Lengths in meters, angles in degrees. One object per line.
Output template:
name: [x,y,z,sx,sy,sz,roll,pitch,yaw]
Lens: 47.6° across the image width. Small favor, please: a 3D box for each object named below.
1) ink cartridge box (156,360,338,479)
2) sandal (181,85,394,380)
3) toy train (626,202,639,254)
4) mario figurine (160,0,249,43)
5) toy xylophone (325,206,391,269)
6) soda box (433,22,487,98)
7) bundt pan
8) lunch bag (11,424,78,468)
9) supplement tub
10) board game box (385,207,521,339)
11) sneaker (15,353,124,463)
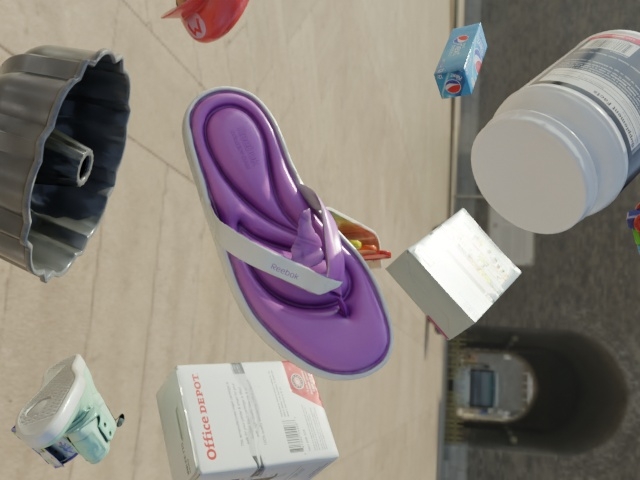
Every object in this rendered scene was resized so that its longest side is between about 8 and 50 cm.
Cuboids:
ink cartridge box: [-0.132,0.324,1.275,0.114,0.273,0.196,-51,-133,39]
sandal: [-0.052,-0.015,0.879,0.416,0.169,0.102,57,-19,9]
toy train: [0.719,-0.016,1.359,0.105,0.248,0.143,-38,113,-59]
mario figurine: [-0.193,-0.393,0.867,0.198,0.170,0.320,-78,149,-76]
toy xylophone: [0.000,0.000,1.645,0.323,0.236,0.081,19,69,-47]
soda box: [0.320,-0.408,1.644,0.067,0.071,0.210,62,37,-35]
bundt pan: [-0.377,-0.117,0.989,0.331,0.124,0.330,18,90,-90]
lunch bag: [-0.542,0.389,1.480,0.129,0.151,0.096,46,24,-12]
supplement tub: [0.351,-0.149,0.979,0.272,0.191,0.191,-37,137,-29]
board game box: [0.327,0.073,1.742,0.303,0.224,0.097,-31,167,-48]
sneaker: [-0.349,0.269,1.051,0.151,0.094,0.256,63,-4,-12]
